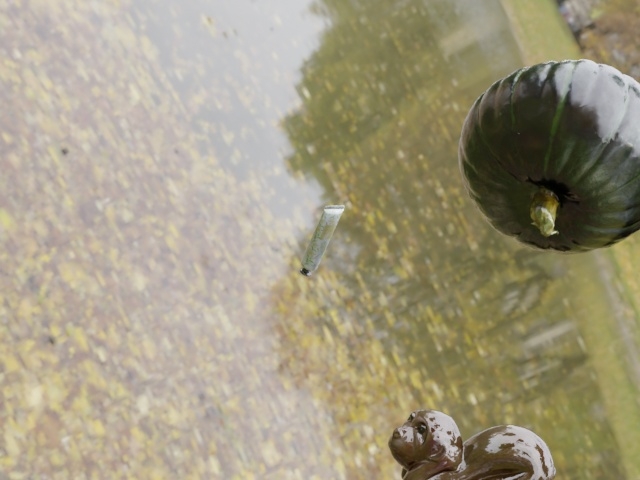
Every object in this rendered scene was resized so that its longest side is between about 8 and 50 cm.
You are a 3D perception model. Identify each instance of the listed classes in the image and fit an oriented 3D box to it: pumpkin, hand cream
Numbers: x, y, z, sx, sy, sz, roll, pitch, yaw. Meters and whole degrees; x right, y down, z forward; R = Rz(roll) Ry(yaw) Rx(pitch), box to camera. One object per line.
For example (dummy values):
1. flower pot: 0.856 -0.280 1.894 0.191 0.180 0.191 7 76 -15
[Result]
1. pumpkin: 0.275 -0.087 1.209 0.250 0.250 0.216 55 42 -29
2. hand cream: 0.000 0.000 2.532 0.067 0.194 0.042 0 35 -40

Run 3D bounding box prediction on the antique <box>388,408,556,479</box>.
1. antique: 0.223 0.329 1.580 0.121 0.257 0.143 -56 163 -87
